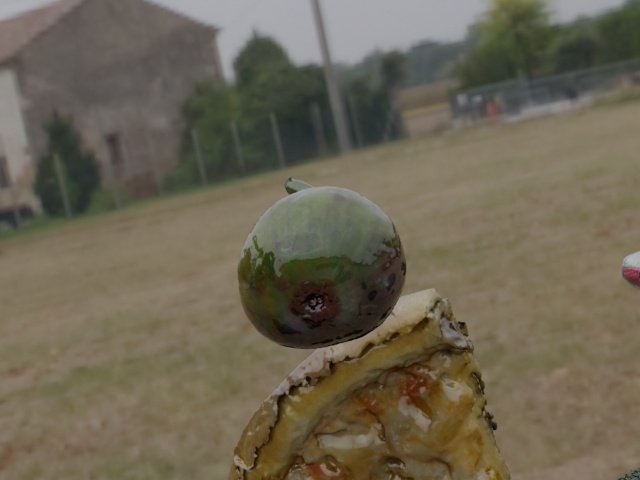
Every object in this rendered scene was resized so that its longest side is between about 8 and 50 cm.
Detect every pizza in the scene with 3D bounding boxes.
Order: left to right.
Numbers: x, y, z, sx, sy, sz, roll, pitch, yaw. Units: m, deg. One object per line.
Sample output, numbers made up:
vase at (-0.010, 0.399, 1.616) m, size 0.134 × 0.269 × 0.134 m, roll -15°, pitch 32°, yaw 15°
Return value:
pizza at (0.042, 0.286, 1.783) m, size 0.391 × 0.435 × 0.080 m, roll -12°, pitch 16°, yaw 21°

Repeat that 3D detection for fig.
fig at (0.000, 0.000, 1.281) m, size 0.149 × 0.149 × 0.245 m, roll -12°, pitch 24°, yaw 6°

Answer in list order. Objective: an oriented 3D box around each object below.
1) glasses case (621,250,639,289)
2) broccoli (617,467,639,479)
glasses case at (0.562, 0.050, 1.912) m, size 0.327 × 0.076 × 0.125 m, roll 4°, pitch -2°, yaw 29°
broccoli at (0.389, 0.345, 1.674) m, size 0.146 × 0.162 × 0.138 m, roll -56°, pitch 12°, yaw -2°
